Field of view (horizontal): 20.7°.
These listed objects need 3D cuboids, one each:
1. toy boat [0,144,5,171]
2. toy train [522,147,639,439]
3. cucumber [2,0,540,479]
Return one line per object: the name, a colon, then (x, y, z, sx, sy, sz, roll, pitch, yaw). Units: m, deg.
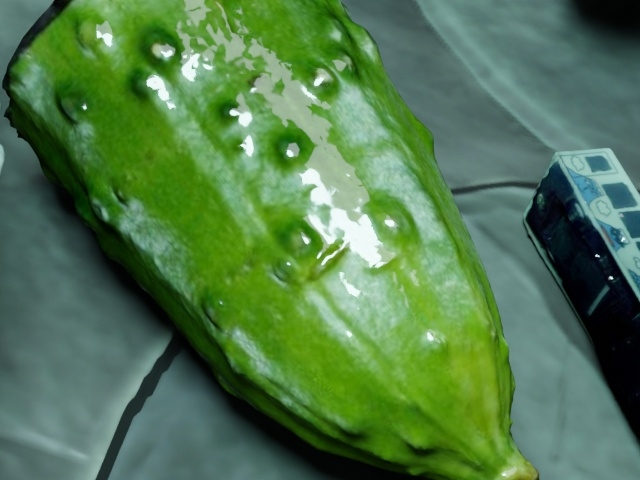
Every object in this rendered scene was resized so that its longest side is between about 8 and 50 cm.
toy boat: (-0.198, 0.002, 0.573, 0.199, 0.100, 0.290, 10, 33, 8)
toy train: (0.140, 0.053, 0.690, 0.047, 0.043, 0.207, -6, 53, -25)
cucumber: (-0.003, 0.001, 0.649, 0.134, 0.134, 0.244, -26, 67, -32)
